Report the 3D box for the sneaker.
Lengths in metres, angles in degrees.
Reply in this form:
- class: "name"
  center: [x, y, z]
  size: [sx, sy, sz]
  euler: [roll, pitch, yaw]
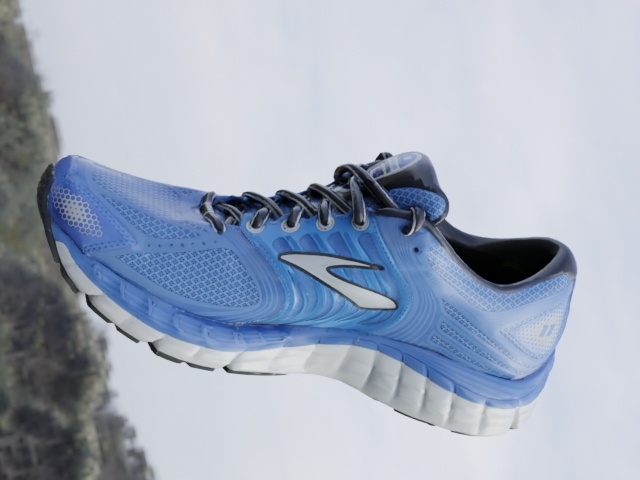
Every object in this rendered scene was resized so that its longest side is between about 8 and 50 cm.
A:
- class: "sneaker"
  center: [0.000, 0.000, 0.816]
  size: [0.129, 0.330, 0.147]
  euler: [-109, -142, -60]
